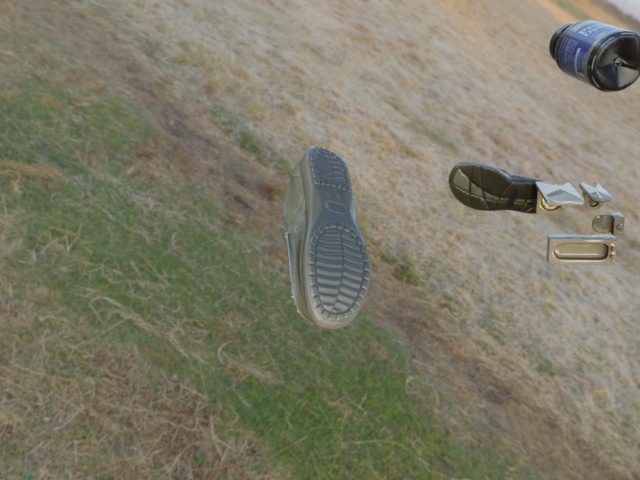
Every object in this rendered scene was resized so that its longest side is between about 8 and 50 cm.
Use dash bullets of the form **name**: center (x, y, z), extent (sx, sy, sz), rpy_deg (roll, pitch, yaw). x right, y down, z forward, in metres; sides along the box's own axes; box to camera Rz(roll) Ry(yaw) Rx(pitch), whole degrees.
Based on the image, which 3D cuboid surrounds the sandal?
- **sandal**: center (0.335, -0.103, 1.074), extent (0.219, 0.090, 0.060), rpy_deg (5, 35, -13)

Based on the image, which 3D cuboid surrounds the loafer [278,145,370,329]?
- **loafer**: center (0.000, 0.000, 0.428), extent (0.056, 0.050, 0.148), rpy_deg (18, 54, -26)

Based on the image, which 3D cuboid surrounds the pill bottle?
- **pill bottle**: center (0.584, -0.403, 1.240), extent (0.122, 0.123, 0.219), rpy_deg (20, 24, -17)

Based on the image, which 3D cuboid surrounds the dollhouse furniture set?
- **dollhouse furniture set**: center (0.453, -0.015, 1.002), extent (0.144, 0.151, 0.123), rpy_deg (0, 20, 11)
